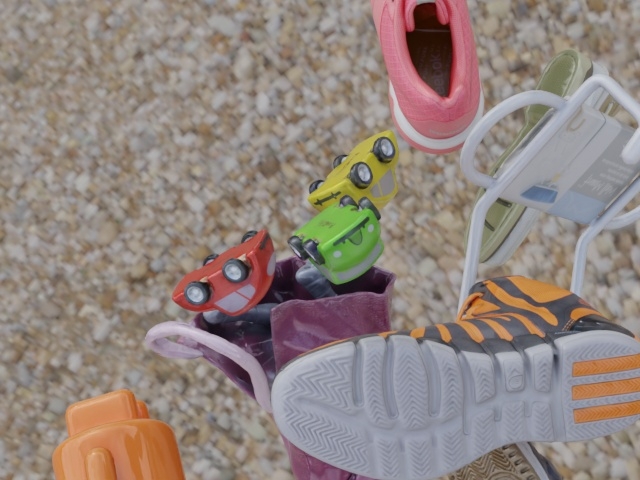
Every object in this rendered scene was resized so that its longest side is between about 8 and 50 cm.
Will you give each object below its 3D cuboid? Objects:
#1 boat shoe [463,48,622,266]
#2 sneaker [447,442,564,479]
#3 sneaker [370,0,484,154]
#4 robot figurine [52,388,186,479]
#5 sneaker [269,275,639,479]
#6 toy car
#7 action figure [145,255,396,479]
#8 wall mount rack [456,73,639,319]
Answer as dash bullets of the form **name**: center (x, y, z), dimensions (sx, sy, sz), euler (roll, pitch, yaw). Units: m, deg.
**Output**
- **boat shoe**: center (0.296, -0.092, 1.785), dimensions (0.302, 0.103, 0.113), euler (-61, 27, 10)
- **sneaker**: center (0.229, 0.263, 1.259), dimensions (0.099, 0.153, 0.282), euler (-32, 88, 41)
- **sneaker**: center (0.100, -0.246, 1.319), dimensions (0.116, 0.136, 0.314), euler (-14, 83, 0)
- **robot figurine**: center (-0.188, 0.260, 1.339), dimensions (0.158, 0.128, 0.219), euler (-45, 53, 49)
- **sneaker**: center (0.111, 0.112, 1.184), dimensions (0.321, 0.180, 0.124), euler (-2, 107, -8)
- **toy car**: center (0.000, 0.000, 1.103), dimensions (0.239, 0.053, 0.225), euler (-38, 14, -9)
- **action figure**: center (0.012, 0.197, 1.534), dimensions (0.248, 0.370, 0.276), euler (5, 28, 40)
- **wall mount rack**: center (0.248, -0.003, 1.340), dimensions (0.304, 0.350, 0.130), euler (-51, 52, 21)
